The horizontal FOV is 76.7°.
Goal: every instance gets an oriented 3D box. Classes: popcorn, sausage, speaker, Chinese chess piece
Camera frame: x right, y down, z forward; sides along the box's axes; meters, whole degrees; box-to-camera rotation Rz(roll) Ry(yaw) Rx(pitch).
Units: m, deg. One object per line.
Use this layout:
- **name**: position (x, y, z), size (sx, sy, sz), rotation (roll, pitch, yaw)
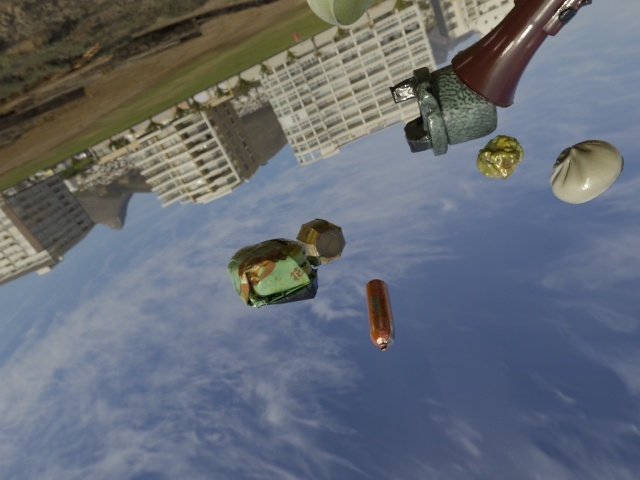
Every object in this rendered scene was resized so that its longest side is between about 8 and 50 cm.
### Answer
- **popcorn**: position (0.577, -0.267, 1.307), size (0.145, 0.126, 0.126), rotation (-17, -142, 43)
- **sausage**: position (0.169, 0.212, 1.138), size (0.071, 0.071, 0.234), rotation (-20, -146, 14)
- **speaker**: position (0.467, -0.529, 0.951), size (0.197, 0.330, 0.259), rotation (8, -131, -22)
- **Chinese chess piece**: position (0.063, -0.630, 0.924), size (0.101, 0.250, 0.250), rotation (36, -126, 15)

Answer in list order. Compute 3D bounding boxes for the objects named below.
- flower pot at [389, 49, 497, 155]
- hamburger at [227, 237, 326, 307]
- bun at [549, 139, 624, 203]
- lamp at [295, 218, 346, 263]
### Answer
- **flower pot**: position (0.381, -0.426, 1.275), size (0.282, 0.299, 0.299), rotation (-14, -154, 18)
- **hamburger**: position (-0.093, 0.056, 0.918), size (0.234, 0.125, 0.214), rotation (-20, -157, -13)
- **bun**: position (0.669, -0.187, 1.043), size (0.173, 0.119, 0.173), rotation (-53, -176, 5)
- **lamp**: position (0.000, 0.000, 1.477), size (0.161, 0.161, 0.185), rotation (-31, -164, -11)
